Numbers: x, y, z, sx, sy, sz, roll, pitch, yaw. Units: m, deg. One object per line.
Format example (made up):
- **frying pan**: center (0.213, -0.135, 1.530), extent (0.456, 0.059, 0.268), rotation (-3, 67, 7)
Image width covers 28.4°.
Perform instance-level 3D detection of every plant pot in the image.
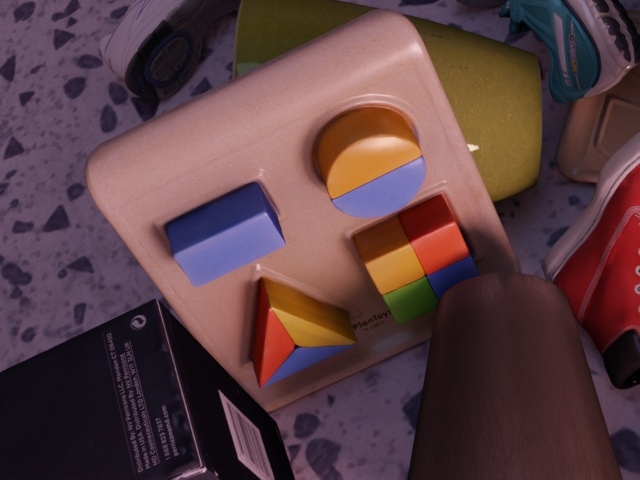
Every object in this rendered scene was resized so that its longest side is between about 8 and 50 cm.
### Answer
- **plant pot**: center (0.074, -0.121, 1.294), extent (0.293, 0.275, 0.275), rotation (0, 59, 5)

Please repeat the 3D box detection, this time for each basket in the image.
- **basket**: center (0.170, 0.156, 1.135), extent (0.204, 0.154, 0.227), rotation (-8, 54, 16)

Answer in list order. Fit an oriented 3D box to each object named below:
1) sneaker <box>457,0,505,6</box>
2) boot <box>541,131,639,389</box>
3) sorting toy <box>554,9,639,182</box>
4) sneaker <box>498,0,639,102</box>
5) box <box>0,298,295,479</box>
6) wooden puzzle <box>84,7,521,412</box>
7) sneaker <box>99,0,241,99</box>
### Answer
- **sneaker**: center (0.264, -0.376, 1.448), extent (0.268, 0.101, 0.153), rotation (-16, 58, 15)
- **boot**: center (0.307, 0.018, 1.131), extent (0.088, 0.244, 0.176), rotation (-3, 49, -28)
- **sorting toy**: center (0.362, -0.099, 1.284), extent (0.229, 0.041, 0.307), rotation (10, 68, 27)
- **sneaker**: center (0.228, -0.271, 1.325), extent (0.110, 0.107, 0.275), rotation (-35, 67, 30)
- **box**: center (-0.197, 0.238, 1.137), extent (0.294, 0.296, 0.183), rotation (-25, 55, 5)
- **wooden puzzle**: center (0.000, 0.000, 1.177), extent (0.322, 0.348, 0.080), rotation (-25, 36, 6)
- **sneaker**: center (-0.168, -0.317, 1.589), extent (0.297, 0.111, 0.129), rotation (-48, 49, -12)
